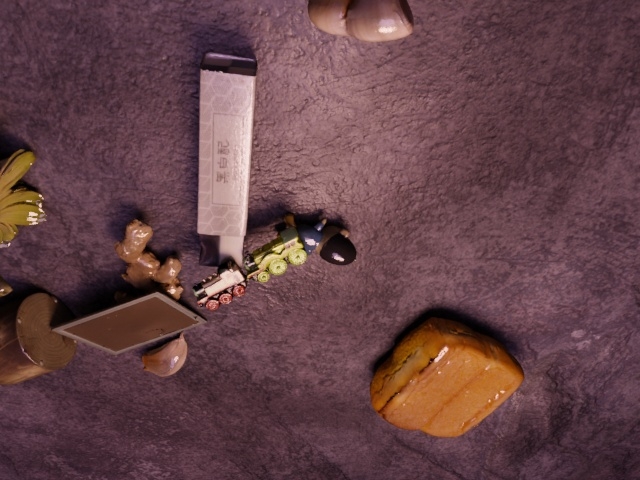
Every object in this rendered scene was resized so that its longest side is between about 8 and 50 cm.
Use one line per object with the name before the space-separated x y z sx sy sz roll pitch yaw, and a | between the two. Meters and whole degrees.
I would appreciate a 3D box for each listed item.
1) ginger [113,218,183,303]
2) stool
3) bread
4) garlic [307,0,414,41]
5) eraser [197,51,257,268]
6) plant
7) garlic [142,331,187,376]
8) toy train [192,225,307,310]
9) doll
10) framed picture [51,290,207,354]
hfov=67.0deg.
ginger | -0.370 0.058 1.053 0.149 0.065 0.259 6 129 -16
stool | -0.717 0.240 1.085 0.264 0.179 0.179 -19 124 9
bread | 0.326 0.359 1.271 0.328 0.148 0.337 22 119 -23
garlic | 0.065 -0.363 0.763 0.174 0.124 0.099 12 145 20
eraser | -0.181 -0.132 0.914 0.098 0.096 0.404 4 124 -8
plant | -0.645 -0.031 0.830 0.261 0.297 0.306 -5 156 -5
garlic | -0.383 0.299 1.219 0.152 0.066 0.084 -26 121 16
toy train | -0.144 0.061 0.974 0.249 0.053 0.085 -29 125 2
doll | 0.000 0.000 1.034 0.179 0.089 0.102 29 121 5
framed picture | -0.435 0.195 1.129 0.273 0.016 0.216 -19 148 9
